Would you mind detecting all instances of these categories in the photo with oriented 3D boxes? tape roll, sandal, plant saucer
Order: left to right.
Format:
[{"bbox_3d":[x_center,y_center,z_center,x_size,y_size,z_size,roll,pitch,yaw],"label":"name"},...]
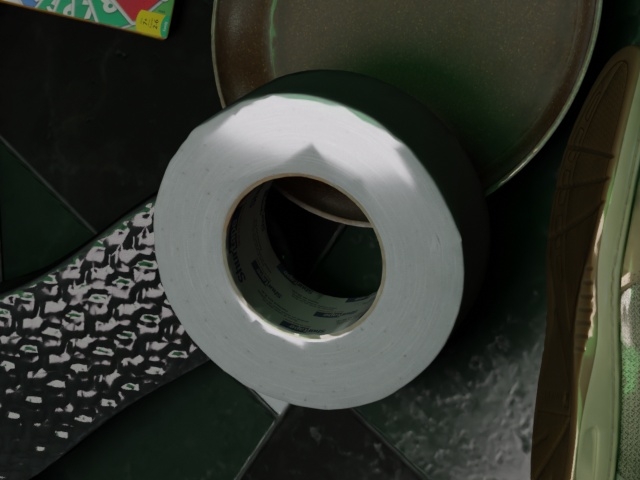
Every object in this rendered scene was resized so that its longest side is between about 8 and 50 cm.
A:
[{"bbox_3d":[-0.210,0.085,1.102,0.445,0.107,0.168,-24,98,14],"label":"sandal"},{"bbox_3d":[0.000,0.000,0.932,0.219,0.072,0.219,7,112,19],"label":"tape roll"},{"bbox_3d":[0.061,-0.162,0.988,0.310,0.050,0.311,-3,85,32],"label":"plant saucer"}]

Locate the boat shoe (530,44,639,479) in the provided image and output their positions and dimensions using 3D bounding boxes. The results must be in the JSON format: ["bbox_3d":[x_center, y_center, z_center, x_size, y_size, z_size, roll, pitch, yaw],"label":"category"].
[{"bbox_3d":[0.199,0.033,0.863,0.098,0.109,0.302,7,88,-7],"label":"boat shoe"}]

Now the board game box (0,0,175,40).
[{"bbox_3d":[-0.235,-0.248,1.094,0.259,0.039,0.124,12,92,-8],"label":"board game box"}]

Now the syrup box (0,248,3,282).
[{"bbox_3d":[-0.344,-0.047,1.203,0.096,0.093,0.237,-11,80,30],"label":"syrup box"}]
